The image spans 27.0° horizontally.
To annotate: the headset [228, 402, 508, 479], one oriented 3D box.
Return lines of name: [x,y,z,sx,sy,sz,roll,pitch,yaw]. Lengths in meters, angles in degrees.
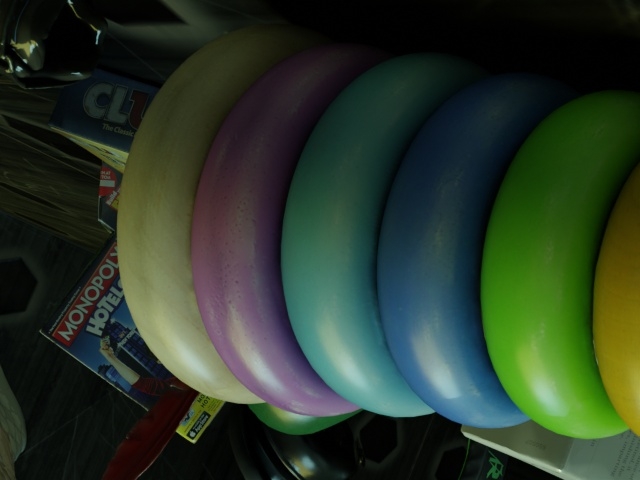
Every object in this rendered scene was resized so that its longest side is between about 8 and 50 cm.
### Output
headset: [0.023,0.150,1.310,0.394,0.243,0.185,41,-172,34]

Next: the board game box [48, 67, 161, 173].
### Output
board game box: [-0.015,-0.026,0.775,0.243,0.042,0.165,20,173,22]

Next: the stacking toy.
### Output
stacking toy: [0.094,0.012,0.402,0.330,0.141,0.141,11,167,39]

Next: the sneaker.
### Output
sneaker: [-0.142,-0.104,0.514,0.084,0.058,0.152,16,168,31]

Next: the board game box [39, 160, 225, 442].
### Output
board game box: [-0.117,0.021,1.034,0.194,0.194,0.060,37,172,1]

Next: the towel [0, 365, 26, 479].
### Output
towel: [-0.238,-0.001,0.751,0.053,0.332,0.317,-19,-177,-10]

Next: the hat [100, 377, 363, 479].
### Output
hat: [-0.014,0.069,0.608,0.173,0.184,0.208,25,144,-4]

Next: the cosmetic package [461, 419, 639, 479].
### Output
cosmetic package: [0.201,0.107,0.820,0.231,0.117,0.085,30,171,-40]
